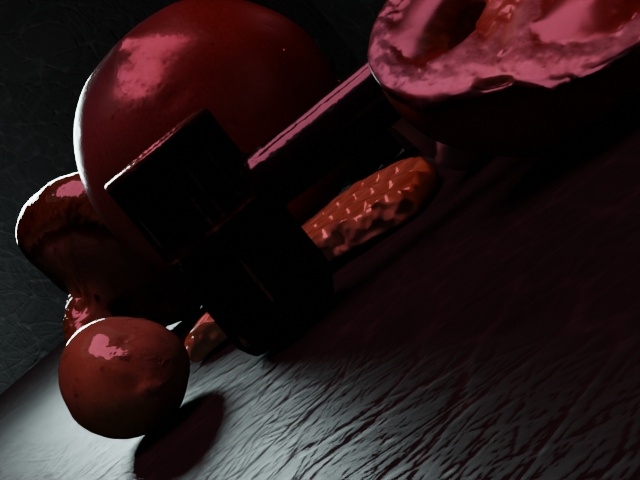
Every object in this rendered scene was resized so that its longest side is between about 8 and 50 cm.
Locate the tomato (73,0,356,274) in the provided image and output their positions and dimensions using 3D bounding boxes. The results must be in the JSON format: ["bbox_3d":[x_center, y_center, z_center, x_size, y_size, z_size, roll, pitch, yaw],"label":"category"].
[{"bbox_3d":[-0.123,-0.114,1.466,0.321,0.321,0.321,-38,6,5],"label":"tomato"}]

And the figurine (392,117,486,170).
[{"bbox_3d":[0.153,-0.145,1.083,0.222,0.145,0.145,-46,0,40],"label":"figurine"}]

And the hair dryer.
[{"bbox_3d":[0.024,-0.075,1.028,0.352,0.189,0.107,-36,10,10],"label":"hair dryer"}]

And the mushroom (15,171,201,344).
[{"bbox_3d":[-0.280,0.032,1.674,0.267,0.267,0.254,-34,1,38],"label":"mushroom"}]

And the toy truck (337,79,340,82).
[{"bbox_3d":[-0.112,-0.108,2.063,0.405,0.180,0.254,-36,9,22],"label":"toy truck"}]

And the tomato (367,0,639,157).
[{"bbox_3d":[0.157,-0.141,0.921,0.228,0.112,0.199,-1,54,32],"label":"tomato"}]

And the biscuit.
[{"bbox_3d":[0.000,0.000,1.280,0.309,0.040,0.204,-35,7,31],"label":"biscuit"}]

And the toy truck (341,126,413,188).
[{"bbox_3d":[0.063,-0.132,1.602,0.216,0.110,0.116,-33,21,36],"label":"toy truck"}]

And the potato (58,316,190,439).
[{"bbox_3d":[-0.169,0.119,1.120,0.112,0.112,0.147,-42,0,-30],"label":"potato"}]
